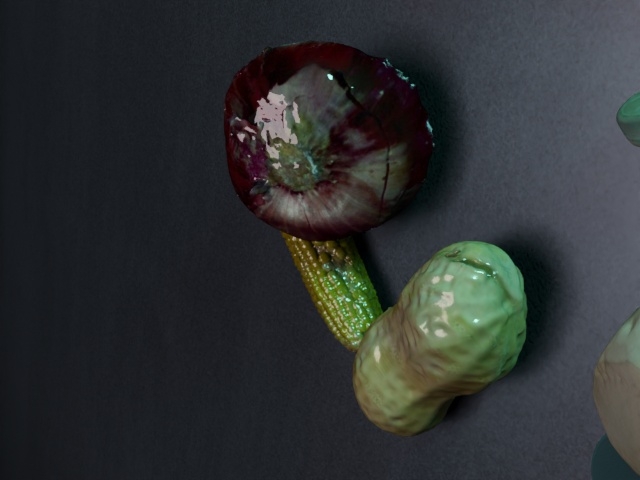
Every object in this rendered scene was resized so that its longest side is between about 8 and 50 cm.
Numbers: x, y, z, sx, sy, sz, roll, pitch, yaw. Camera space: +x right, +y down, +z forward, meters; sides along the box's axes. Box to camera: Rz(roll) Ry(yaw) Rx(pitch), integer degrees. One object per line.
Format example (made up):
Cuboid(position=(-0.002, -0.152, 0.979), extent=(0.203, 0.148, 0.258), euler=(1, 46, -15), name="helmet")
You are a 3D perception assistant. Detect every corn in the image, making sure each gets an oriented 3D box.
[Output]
Cuboid(position=(0.000, 0.000, 1.074), extent=(0.097, 0.097, 0.320), euler=(-43, 66, 48), name="corn")

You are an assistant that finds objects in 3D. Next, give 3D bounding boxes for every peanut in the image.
Cuboid(position=(0.125, 0.121, 0.901), extent=(0.149, 0.149, 0.313), euler=(62, 142, 24), name="peanut")

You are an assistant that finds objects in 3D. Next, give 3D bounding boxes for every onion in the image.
Cuboid(position=(0.006, -0.124, 0.956), extent=(0.252, 0.219, 0.252), euler=(8, 123, 12), name="onion")

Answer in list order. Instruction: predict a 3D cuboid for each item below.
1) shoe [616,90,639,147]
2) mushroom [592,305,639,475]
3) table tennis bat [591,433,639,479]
Cuboid(position=(0.337, -0.098, 0.637), extent=(0.195, 0.079, 0.078), euler=(-4, 130, 45), name="shoe")
Cuboid(position=(0.329, 0.068, 0.628), extent=(0.128, 0.128, 0.350), euler=(58, 133, 27), name="mushroom")
Cuboid(position=(0.328, 0.217, 0.733), extent=(0.201, 0.033, 0.124), euler=(-48, 62, 49), name="table tennis bat")
